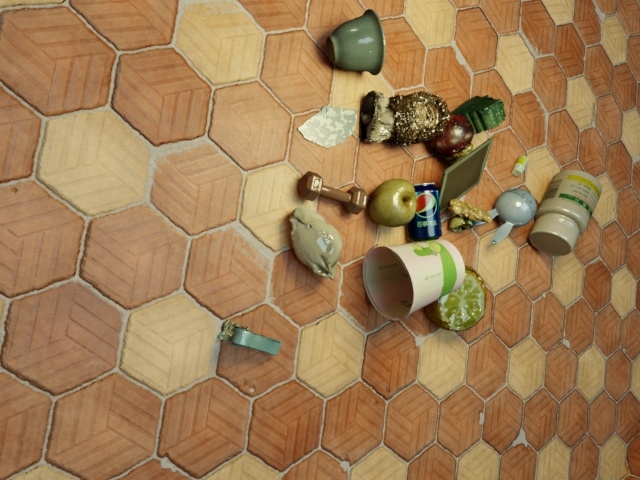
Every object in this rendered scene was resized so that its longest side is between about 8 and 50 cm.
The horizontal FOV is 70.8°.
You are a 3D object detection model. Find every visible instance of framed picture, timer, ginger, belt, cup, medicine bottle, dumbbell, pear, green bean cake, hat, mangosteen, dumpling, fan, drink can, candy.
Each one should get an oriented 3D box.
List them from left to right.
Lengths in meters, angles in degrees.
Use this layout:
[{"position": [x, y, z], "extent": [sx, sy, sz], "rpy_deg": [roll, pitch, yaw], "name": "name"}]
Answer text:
[{"position": [-0.193, 0.290, 1.300], "extent": [0.179, 0.100, 0.065], "rpy_deg": [33, 72, -41], "name": "belt"}, {"position": [0.000, 0.000, 1.394], "extent": [0.247, 0.142, 0.172], "rpy_deg": [63, 27, -7], "name": "dumpling"}, {"position": [0.031, -0.374, 1.471], "extent": [0.240, 0.009, 0.131], "rpy_deg": [-24, 102, -29], "name": "fan"}, {"position": [0.043, -0.149, 1.432], "extent": [0.231, 0.082, 0.092], "rpy_deg": [15, 82, -29], "name": "dumbbell"}, {"position": [0.100, -0.619, 1.438], "extent": [0.150, 0.199, 0.199], "rpy_deg": [-14, 97, -11], "name": "cup"}, {"position": [0.247, -0.126, 1.521], "extent": [0.167, 0.136, 0.167], "rpy_deg": [1, 87, -34], "name": "pear"}, {"position": [0.314, 0.114, 1.484], "extent": [0.274, 0.253, 0.253], "rpy_deg": [-11, 95, -29], "name": "cup"}, {"position": [0.366, -0.101, 1.601], "extent": [0.118, 0.118, 0.204], "rpy_deg": [-7, 91, -30], "name": "drink can"}, {"position": [0.486, -0.369, 1.650], "extent": [0.166, 0.166, 0.180], "rpy_deg": [-35, 101, -26], "name": "mangosteen"}, {"position": [0.503, 0.212, 1.675], "extent": [0.260, 0.118, 0.259], "rpy_deg": [1, 89, -28], "name": "candy"}, {"position": [0.533, -0.069, 1.723], "extent": [0.077, 0.076, 0.059], "rpy_deg": [8, 65, -35], "name": "hat"}, {"position": [0.531, -0.236, 1.682], "extent": [0.293, 0.018, 0.231], "rpy_deg": [-34, 146, -26], "name": "framed picture"}, {"position": [0.569, -0.112, 1.699], "extent": [0.176, 0.193, 0.052], "rpy_deg": [25, 114, 9], "name": "ginger"}, {"position": [0.615, -0.483, 1.704], "extent": [0.193, 0.208, 0.107], "rpy_deg": [-36, 109, -24], "name": "green bean cake"}, {"position": [0.754, -0.096, 1.828], "extent": [0.255, 0.175, 0.175], "rpy_deg": [-46, 113, 7], "name": "timer"}, {"position": [0.858, -0.320, 1.932], "extent": [0.047, 0.047, 0.083], "rpy_deg": [45, 68, -22], "name": "medicine bottle"}, {"position": [1.054, -0.117, 1.950], "extent": [0.208, 0.208, 0.339], "rpy_deg": [41, 69, -23], "name": "medicine bottle"}]

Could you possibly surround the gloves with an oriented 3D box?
[{"position": [0.290, -0.423, 1.548], "extent": [0.312, 0.135, 0.210], "rpy_deg": [5, 65, -10], "name": "gloves"}]
